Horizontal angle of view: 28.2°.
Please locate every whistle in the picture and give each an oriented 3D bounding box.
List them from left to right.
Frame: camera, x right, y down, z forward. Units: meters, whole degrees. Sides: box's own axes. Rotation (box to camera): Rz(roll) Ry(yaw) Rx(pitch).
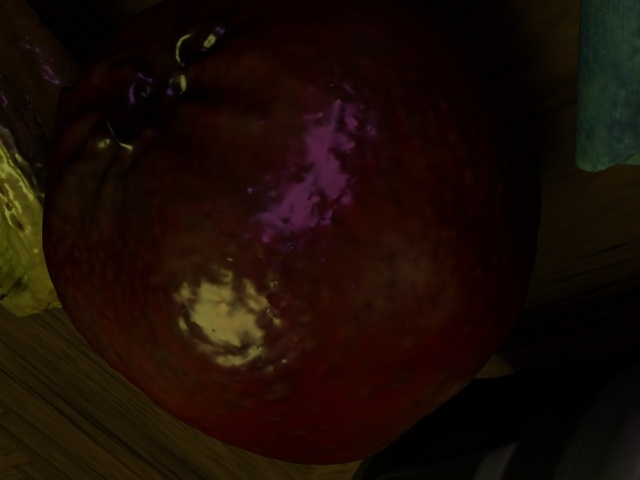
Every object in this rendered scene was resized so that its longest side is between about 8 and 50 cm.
[{"bbox_3d":[0.147,-0.137,0.568,0.062,0.062,0.304,18,146,22],"label":"whistle"}]

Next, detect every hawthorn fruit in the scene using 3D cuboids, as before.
[{"bbox_3d":[0.000,0.000,0.715,0.265,0.265,0.307,0,144,40],"label":"hawthorn fruit"}]

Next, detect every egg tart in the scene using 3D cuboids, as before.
[{"bbox_3d":[-0.232,-0.088,0.863,0.294,0.123,0.294,43,156,24],"label":"egg tart"}]

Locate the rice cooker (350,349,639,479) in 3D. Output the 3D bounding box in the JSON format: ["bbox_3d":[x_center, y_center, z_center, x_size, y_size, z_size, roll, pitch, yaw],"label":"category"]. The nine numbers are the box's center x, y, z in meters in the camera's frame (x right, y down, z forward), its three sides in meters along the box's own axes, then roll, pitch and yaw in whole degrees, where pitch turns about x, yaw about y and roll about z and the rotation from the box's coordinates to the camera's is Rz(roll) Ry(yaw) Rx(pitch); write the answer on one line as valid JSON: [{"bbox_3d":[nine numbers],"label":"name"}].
[{"bbox_3d":[0.194,0.227,0.770,0.335,0.335,0.325,44,149,-19],"label":"rice cooker"}]
